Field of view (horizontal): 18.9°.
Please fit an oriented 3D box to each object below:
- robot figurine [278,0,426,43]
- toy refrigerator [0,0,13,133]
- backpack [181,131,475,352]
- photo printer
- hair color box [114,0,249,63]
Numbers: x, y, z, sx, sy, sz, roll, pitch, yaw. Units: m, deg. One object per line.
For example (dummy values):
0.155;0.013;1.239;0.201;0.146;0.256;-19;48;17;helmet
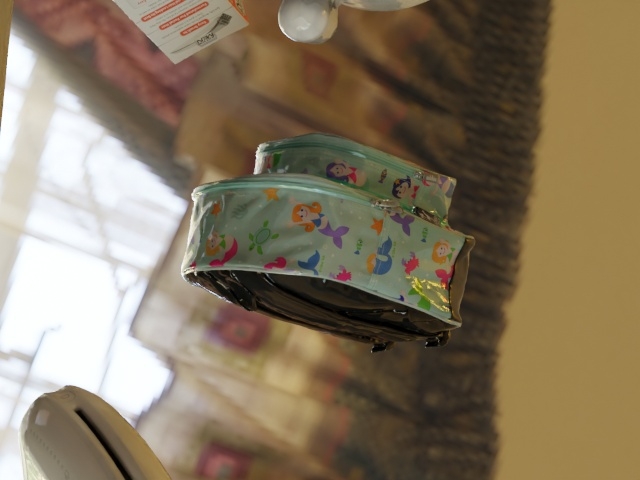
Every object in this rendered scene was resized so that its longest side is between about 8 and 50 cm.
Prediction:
0.043;-0.303;1.619;0.353;0.199;0.300;-8;120;-82;robot figurine
-0.278;-0.074;1.370;0.269;0.094;0.102;-96;-160;-51;toy refrigerator
0.000;0.000;1.858;0.225;0.253;0.191;-6;-104;57;backpack
-0.213;0.314;1.942;0.256;0.107;0.308;44;-37;45;photo printer
-0.155;-0.258;1.924;0.093;0.167;0.053;-26;-131;16;hair color box
